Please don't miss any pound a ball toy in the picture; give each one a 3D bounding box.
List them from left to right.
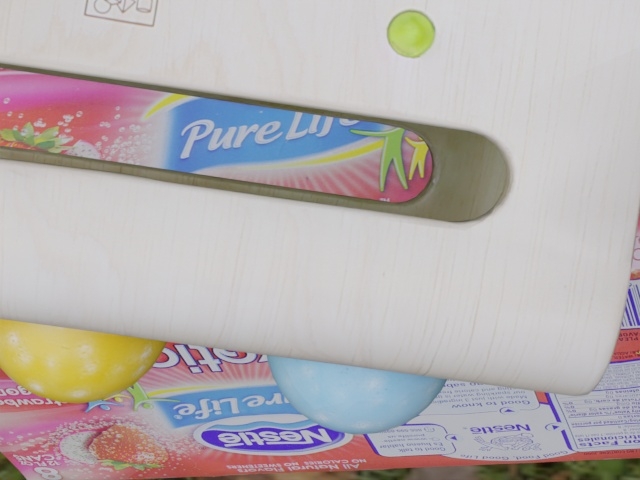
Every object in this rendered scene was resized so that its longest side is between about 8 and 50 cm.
[{"bbox_3d":[-0.080,-0.023,0.494,0.319,0.208,0.136,7,93,-6],"label":"pound a ball toy"}]

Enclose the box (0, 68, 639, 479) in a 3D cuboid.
[{"bbox_3d":[0.000,0.000,0.789,0.300,0.154,0.142,-5,57,17],"label":"box"}]
